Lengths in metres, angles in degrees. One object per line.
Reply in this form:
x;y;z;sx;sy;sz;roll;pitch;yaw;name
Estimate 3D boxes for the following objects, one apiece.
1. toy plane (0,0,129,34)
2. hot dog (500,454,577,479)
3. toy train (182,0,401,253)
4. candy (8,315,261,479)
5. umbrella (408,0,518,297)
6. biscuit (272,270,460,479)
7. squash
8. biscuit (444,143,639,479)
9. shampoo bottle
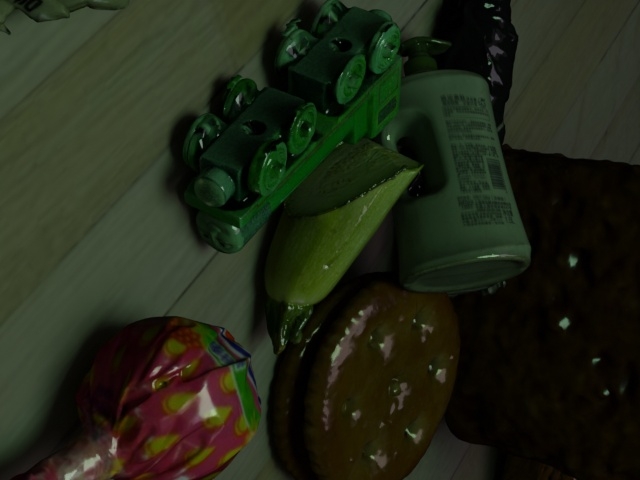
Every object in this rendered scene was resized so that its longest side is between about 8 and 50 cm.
-0.194;-0.181;0.615;0.108;0.092;0.286;-51;149;4;toy plane
0.299;0.250;1.511;0.175;0.114;0.259;-15;112;-55;hot dog
-0.017;-0.090;0.930;0.251;0.085;0.119;-48;153;-34;toy train
-0.186;0.157;0.738;0.365;0.124;0.124;-28;124;-39;candy
0.140;-0.118;1.174;0.113;0.106;0.358;7;86;-68;umbrella
0.047;0.130;1.089;0.220;0.066;0.220;-21;118;-44;biscuit
0.000;-0.002;0.978;0.200;0.090;0.075;-58;150;-9;squash
0.304;0.083;1.209;0.166;0.395;0.343;2;95;-52;biscuit
0.107;-0.076;1.062;0.087;0.118;0.234;99;-18;-69;shampoo bottle
